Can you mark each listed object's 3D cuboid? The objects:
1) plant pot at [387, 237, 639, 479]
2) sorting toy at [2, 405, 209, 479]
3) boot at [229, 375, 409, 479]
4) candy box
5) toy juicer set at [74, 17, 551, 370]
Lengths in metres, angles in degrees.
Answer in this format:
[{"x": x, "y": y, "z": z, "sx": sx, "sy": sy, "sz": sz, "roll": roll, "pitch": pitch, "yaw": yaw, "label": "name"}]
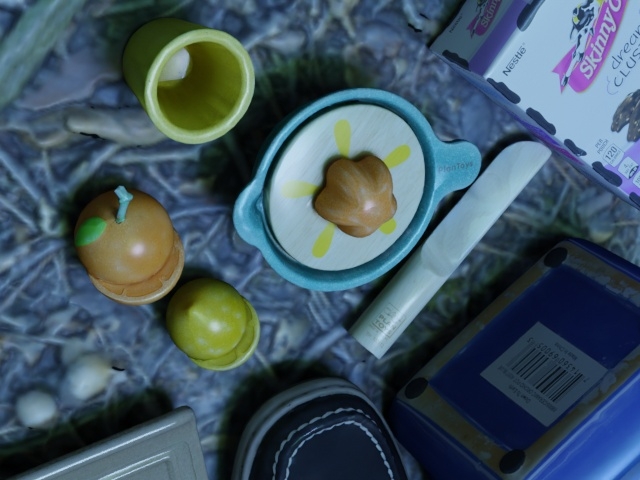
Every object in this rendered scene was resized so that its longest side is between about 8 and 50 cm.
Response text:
[{"x": 0.198, "y": 0.147, "z": 1.185, "sx": 0.236, "sy": 0.236, "sz": 0.212, "roll": -41, "pitch": 120, "yaw": -7, "label": "plant pot"}, {"x": -0.206, "y": 0.244, "z": 1.118, "sx": 0.307, "sy": 0.041, "sz": 0.229, "roll": -21, "pitch": 125, "yaw": -20, "label": "sorting toy"}, {"x": 0.067, "y": 0.298, "z": 1.140, "sx": 0.138, "sy": 0.284, "sz": 0.377, "roll": -18, "pitch": 120, "yaw": -22, "label": "boot"}, {"x": 0.196, "y": -0.135, "z": 1.149, "sx": 0.196, "sy": 0.070, "sz": 0.165, "roll": 33, "pitch": 93, "yaw": -36, "label": "candy box"}, {"x": 0.000, "y": 0.000, "z": 1.089, "sx": 0.329, "sy": 0.089, "sz": 0.209, "roll": 16, "pitch": 103, "yaw": -34, "label": "toy juicer set"}]
